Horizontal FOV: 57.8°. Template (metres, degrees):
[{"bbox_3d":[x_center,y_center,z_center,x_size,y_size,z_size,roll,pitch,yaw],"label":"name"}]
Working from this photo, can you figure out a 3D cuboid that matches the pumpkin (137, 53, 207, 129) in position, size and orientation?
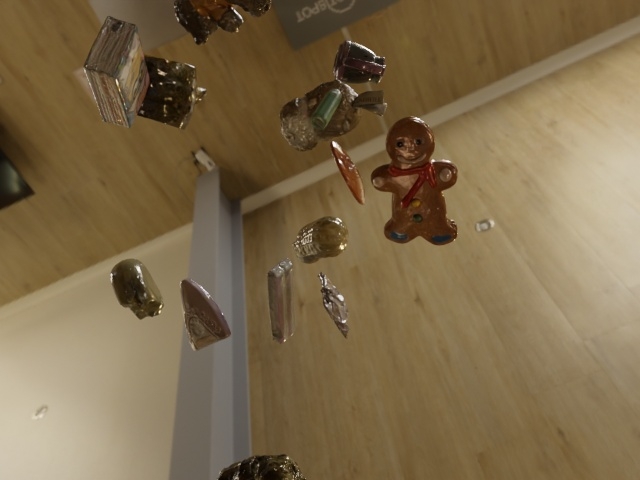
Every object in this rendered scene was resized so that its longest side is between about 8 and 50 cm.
[{"bbox_3d":[-0.357,-0.329,1.268,0.317,0.222,0.139,27,-77,63],"label":"pumpkin"}]

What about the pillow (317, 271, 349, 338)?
[{"bbox_3d":[0.046,0.197,1.852,0.049,0.135,0.248,-33,-157,8],"label":"pillow"}]

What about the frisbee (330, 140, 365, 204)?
[{"bbox_3d":[0.083,-0.187,1.566,0.035,0.192,0.192,-25,-147,12],"label":"frisbee"}]

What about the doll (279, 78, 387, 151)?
[{"bbox_3d":[0.018,-0.250,1.119,0.221,0.105,0.115,-21,-162,28],"label":"doll"}]

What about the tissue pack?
[{"bbox_3d":[-0.347,-0.287,1.005,0.065,0.155,0.115,14,-113,0],"label":"tissue pack"}]

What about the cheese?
[{"bbox_3d":[-0.493,0.132,1.550,0.091,0.175,0.202,-28,-179,-8],"label":"cheese"}]

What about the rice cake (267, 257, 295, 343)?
[{"bbox_3d":[-0.130,0.210,1.952,0.050,0.297,0.106,15,-148,26],"label":"rice cake"}]

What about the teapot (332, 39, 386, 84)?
[{"bbox_3d":[0.115,-0.498,1.626,0.146,0.148,0.116,12,-103,-6],"label":"teapot"}]

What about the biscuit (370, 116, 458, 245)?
[{"bbox_3d":[0.220,-0.130,1.370,0.206,0.324,0.049,1,-153,15],"label":"biscuit"}]

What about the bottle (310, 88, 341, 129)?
[{"bbox_3d":[0.011,-0.225,0.990,0.030,0.030,0.083,-2,-135,34],"label":"bottle"}]

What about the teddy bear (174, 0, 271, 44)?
[{"bbox_3d":[-0.210,-0.483,1.142,0.190,0.140,0.177,-36,-114,35],"label":"teddy bear"}]

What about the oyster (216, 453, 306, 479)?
[{"bbox_3d":[-0.148,0.605,1.418,0.294,0.094,0.166,-9,-122,25],"label":"oyster"}]

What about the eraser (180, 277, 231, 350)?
[{"bbox_3d":[-0.421,0.245,1.965,0.204,0.243,0.059,-29,175,40],"label":"eraser"}]

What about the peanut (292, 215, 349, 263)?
[{"bbox_3d":[0.000,0.000,1.241,0.093,0.083,0.194,0,167,-24],"label":"peanut"}]
